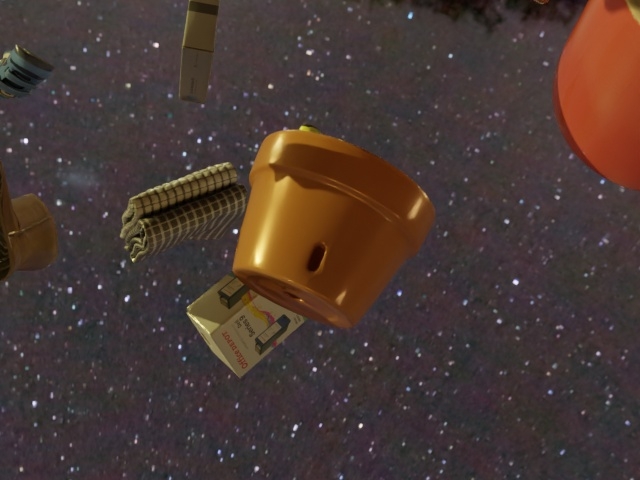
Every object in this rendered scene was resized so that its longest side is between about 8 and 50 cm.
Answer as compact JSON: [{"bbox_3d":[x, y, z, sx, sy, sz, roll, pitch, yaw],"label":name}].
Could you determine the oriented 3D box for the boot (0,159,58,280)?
[{"bbox_3d":[-0.504,-0.054,1.106,0.089,0.236,0.269,-5,-173,-5],"label":"boot"}]

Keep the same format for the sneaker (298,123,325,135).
[{"bbox_3d":[-0.029,-0.166,1.605,0.082,0.208,0.094,18,-144,37],"label":"sneaker"}]

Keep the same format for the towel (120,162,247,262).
[{"bbox_3d":[-0.297,-0.047,1.476,0.235,0.284,0.121,-26,-93,-24],"label":"towel"}]

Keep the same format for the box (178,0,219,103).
[{"bbox_3d":[-0.140,-0.281,0.835,0.038,0.145,0.186,9,-103,-11],"label":"box"}]

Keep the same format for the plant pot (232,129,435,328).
[{"bbox_3d":[0.000,0.000,1.040,0.291,0.291,0.203,24,-106,6],"label":"plant pot"}]

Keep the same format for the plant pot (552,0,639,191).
[{"bbox_3d":[0.393,-0.211,0.722,0.275,0.243,0.274,-3,-105,12],"label":"plant pot"}]

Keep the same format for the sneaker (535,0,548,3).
[{"bbox_3d":[0.364,-0.475,1.180,0.175,0.067,0.064,42,-139,-42],"label":"sneaker"}]

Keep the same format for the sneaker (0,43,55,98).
[{"bbox_3d":[-0.376,-0.206,0.866,0.053,0.059,0.144,32,168,-31],"label":"sneaker"}]

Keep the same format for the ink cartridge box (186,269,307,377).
[{"bbox_3d":[-0.118,0.124,1.268,0.212,0.154,0.093,-38,-132,-16],"label":"ink cartridge box"}]
